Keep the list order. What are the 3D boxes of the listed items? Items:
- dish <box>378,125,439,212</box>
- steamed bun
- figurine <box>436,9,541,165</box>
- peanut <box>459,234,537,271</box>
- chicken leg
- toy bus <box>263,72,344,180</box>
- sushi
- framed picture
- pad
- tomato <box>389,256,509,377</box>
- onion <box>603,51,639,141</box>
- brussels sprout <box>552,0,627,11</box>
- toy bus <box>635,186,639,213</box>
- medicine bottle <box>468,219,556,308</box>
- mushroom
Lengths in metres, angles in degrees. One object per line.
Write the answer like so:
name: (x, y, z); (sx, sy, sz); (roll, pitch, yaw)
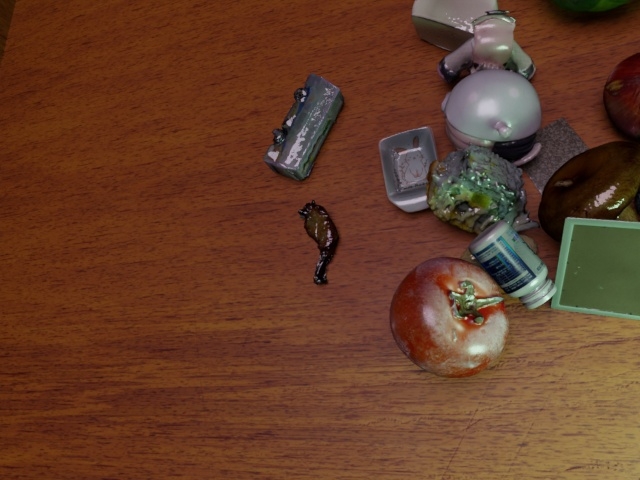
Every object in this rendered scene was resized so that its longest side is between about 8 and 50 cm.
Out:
dish: (0.252, -0.185, 1.357); (0.154, 0.064, 0.234); (-12, 68, 17)
steamed bun: (0.396, -0.644, 1.405); (0.241, 0.146, 0.164); (31, 88, 28)
figurine: (0.426, -0.371, 1.269); (0.253, 0.211, 0.361); (-3, 71, 20)
peanut: (0.431, 0.033, 1.206); (0.187, 0.082, 0.082); (-13, 69, 16)
chicken leg: (0.000, 0.000, 1.402); (0.106, 0.051, 0.253); (-17, 68, 22)
toy bus: (-0.045, -0.344, 1.502); (0.138, 0.112, 0.317); (25, 84, 22)
sushi: (0.388, -0.114, 1.196); (0.274, 0.184, 0.139); (24, 49, -7)
framed picture: (0.618, 0.063, 1.028); (0.232, 0.296, 0.019); (6, 47, 22)
pad: (0.609, -0.189, 1.255); (0.158, 0.003, 0.235); (-29, 65, 10)
tomato: (0.285, 0.180, 1.126); (0.270, 0.227, 0.270); (10, 58, -16)
onion: (0.803, -0.345, 1.157); (0.248, 0.161, 0.248); (-1, 62, 1)
brussels sprout: (0.689, -0.745, 1.241); (0.354, 0.289, 0.281); (40, 90, 1)
toy bus: (0.773, -0.062, 1.060); (0.138, 0.167, 0.275); (-6, 70, 20)
medicine bottle: (0.432, 0.056, 1.110); (0.107, 0.107, 0.191); (-41, 86, 4)
mushroom: (0.617, -0.098, 1.096); (0.267, 0.254, 0.267); (-51, 30, 45)
